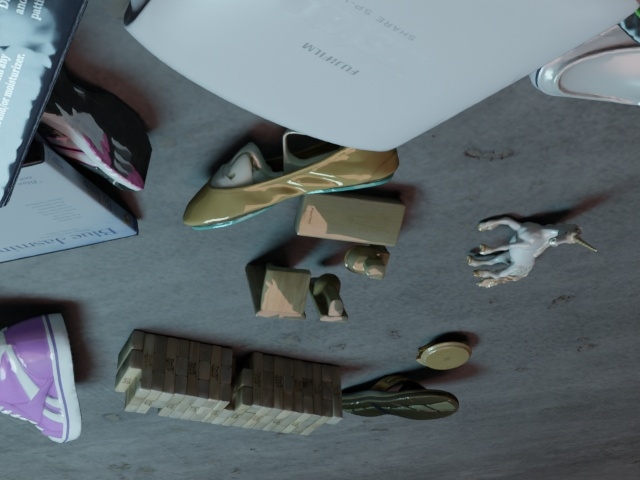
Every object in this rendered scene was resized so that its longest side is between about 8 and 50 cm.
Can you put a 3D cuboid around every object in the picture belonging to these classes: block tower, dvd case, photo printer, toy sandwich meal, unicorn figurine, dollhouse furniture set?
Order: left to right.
[{"bbox_3d":[-0.305,-0.027,0.768,0.180,0.022,0.253,-12,166,3],"label":"dvd case"},{"bbox_3d":[-0.135,0.223,1.185,0.335,0.091,0.097,14,144,-23],"label":"block tower"},{"bbox_3d":[0.000,0.000,0.916,0.144,0.123,0.151,7,111,-14],"label":"dollhouse furniture set"},{"bbox_3d":[0.021,-0.174,0.535,0.256,0.107,0.307,22,154,-29],"label":"photo printer"},{"bbox_3d":[0.188,0.168,1.186,0.085,0.029,0.085,-3,142,-3],"label":"toy sandwich meal"},{"bbox_3d":[0.240,0.009,0.930,0.111,0.060,0.162,-1,163,-3],"label":"unicorn figurine"}]

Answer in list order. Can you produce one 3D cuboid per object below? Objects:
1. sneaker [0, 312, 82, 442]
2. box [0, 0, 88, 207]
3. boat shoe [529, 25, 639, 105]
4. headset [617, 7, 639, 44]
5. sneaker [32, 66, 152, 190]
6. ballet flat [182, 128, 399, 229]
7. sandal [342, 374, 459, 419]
[{"bbox_3d":[-0.428,0.210,1.099,0.161,0.102,0.282,-16,141,-23],"label":"sneaker"},{"bbox_3d":[-0.278,-0.217,0.415,0.312,0.179,0.343,15,139,-28],"label":"box"},{"bbox_3d":[0.315,-0.146,0.663,0.267,0.088,0.096,-3,147,0],"label":"boat shoe"},{"bbox_3d":[0.333,-0.176,0.429,0.394,0.185,0.243,16,138,27],"label":"headset"},{"bbox_3d":[-0.233,-0.106,0.714,0.077,0.072,0.178,-13,138,35],"label":"sneaker"},{"bbox_3d":[-0.040,-0.074,0.779,0.232,0.080,0.073,-14,117,12],"label":"ballet flat"},{"bbox_3d":[0.122,0.255,1.292,0.219,0.060,0.090,-11,143,37],"label":"sandal"}]
